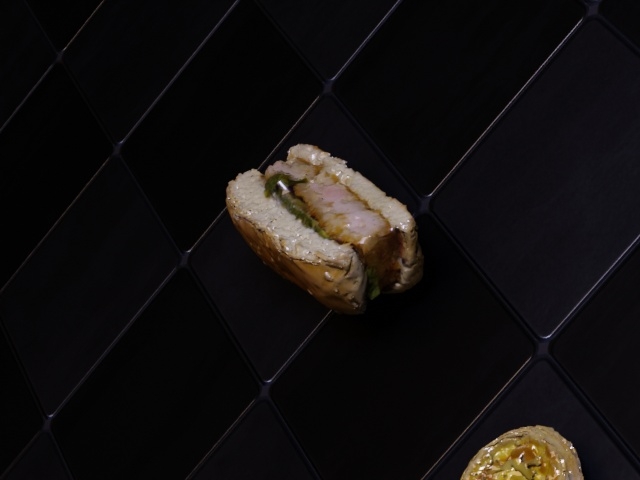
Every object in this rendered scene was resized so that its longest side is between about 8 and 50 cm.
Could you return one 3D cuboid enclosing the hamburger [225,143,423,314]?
[{"bbox_3d":[0.000,0.000,1.913,0.124,0.131,0.262,-26,30,-14],"label":"hamburger"}]

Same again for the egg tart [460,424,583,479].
[{"bbox_3d":[0.173,0.217,1.642,0.129,0.049,0.128,-26,45,28],"label":"egg tart"}]
